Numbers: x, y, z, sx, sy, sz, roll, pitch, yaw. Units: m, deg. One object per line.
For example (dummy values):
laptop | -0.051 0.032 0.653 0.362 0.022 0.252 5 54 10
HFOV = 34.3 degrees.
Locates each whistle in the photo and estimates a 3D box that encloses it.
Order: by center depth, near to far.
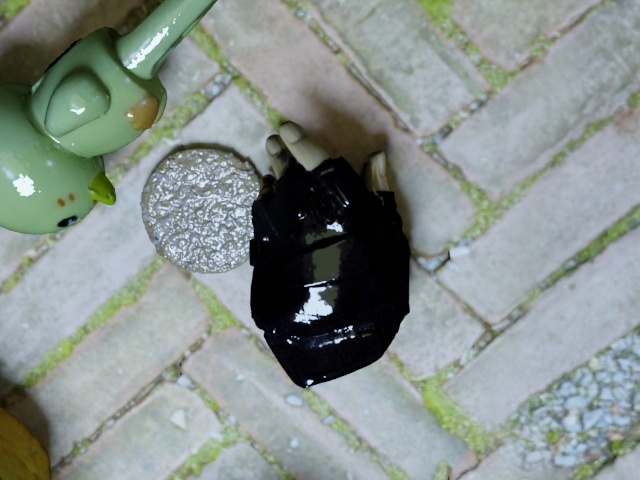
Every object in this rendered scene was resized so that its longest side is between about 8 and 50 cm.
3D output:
whistle | -0.184 -0.099 0.857 0.294 0.141 0.141 -26 100 14

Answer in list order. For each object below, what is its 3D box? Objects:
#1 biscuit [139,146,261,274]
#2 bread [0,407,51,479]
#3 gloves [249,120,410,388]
biscuit | -0.103 -0.026 0.929 0.120 0.015 0.120 1 103 3
bread | -0.358 0.259 0.937 0.268 0.146 0.268 2 118 4
gloves | 0.000 0.000 0.876 0.164 0.124 0.203 -29 113 -12
